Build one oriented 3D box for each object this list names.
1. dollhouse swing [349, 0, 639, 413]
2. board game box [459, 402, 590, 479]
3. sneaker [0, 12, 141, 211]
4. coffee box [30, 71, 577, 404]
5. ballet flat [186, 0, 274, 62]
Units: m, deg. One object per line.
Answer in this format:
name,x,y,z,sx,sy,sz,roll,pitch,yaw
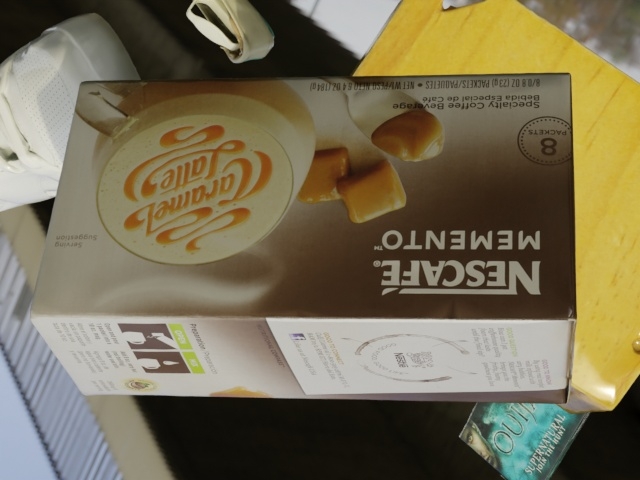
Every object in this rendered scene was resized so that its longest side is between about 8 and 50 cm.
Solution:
dollhouse swing,0.157,-0.039,1.268,0.347,0.315,0.305,33,-172,-3
board game box,0.250,0.218,1.628,0.126,0.186,0.026,40,-136,23
sneaker,-0.215,-0.049,0.829,0.169,0.108,0.292,-26,-177,-25
coffee box,0.000,0.000,0.659,0.247,0.141,0.098,1,150,9
ballet flat,-0.158,-0.335,1.752,0.248,0.086,0.086,51,-162,-2
